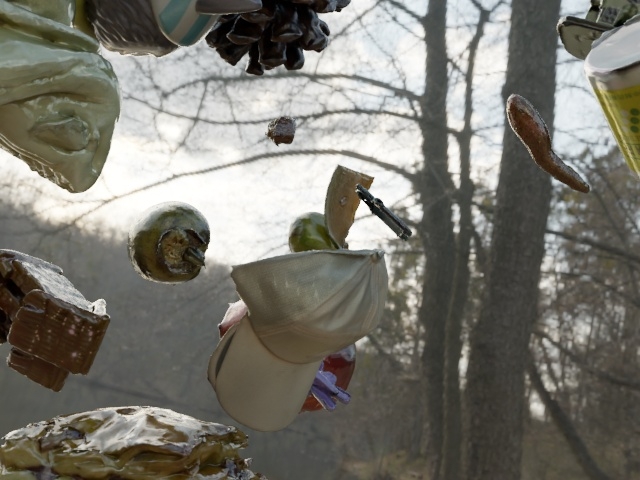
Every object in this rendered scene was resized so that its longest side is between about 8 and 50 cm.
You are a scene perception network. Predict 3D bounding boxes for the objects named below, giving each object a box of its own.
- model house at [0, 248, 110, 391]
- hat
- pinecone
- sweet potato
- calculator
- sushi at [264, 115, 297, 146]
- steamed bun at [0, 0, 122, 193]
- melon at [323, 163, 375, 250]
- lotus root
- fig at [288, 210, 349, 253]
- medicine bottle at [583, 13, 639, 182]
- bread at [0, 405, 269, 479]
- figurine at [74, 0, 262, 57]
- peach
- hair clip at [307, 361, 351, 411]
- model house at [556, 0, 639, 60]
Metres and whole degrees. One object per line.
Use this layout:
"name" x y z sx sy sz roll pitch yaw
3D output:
"model house" -0.477 0.154 1.337 0.229 0.199 0.220 36 10 25
"hat" -0.008 0.115 0.862 0.164 0.226 0.219 5 4 36
"pinecone" -0.124 -0.569 1.795 0.398 0.397 0.398 14 -14 4
"sweet potato" 0.371 -0.148 1.258 0.214 0.050 0.050 50 -24 -13
"calculator" 0.118 -0.054 1.464 0.141 0.019 0.094 43 -9 5
"sushi" -0.077 -0.212 1.483 0.060 0.061 0.118 10 2 -3
"steamed bun" -0.406 -0.253 0.963 0.394 0.237 0.347 35 -9 -20
"melon" 0.046 -0.075 1.712 0.098 0.182 0.054 26 7 21
"lotus root" -0.262 0.005 1.338 0.154 0.154 0.278 20 2 -19
"fig" -0.009 0.003 1.789 0.153 0.136 0.121 40 -49 -4
"medicine bottle" 0.660 -0.224 1.438 0.214 0.213 0.378 -3 -49 51
"bread" -0.234 0.311 1.048 0.325 0.167 0.277 13 -8 16
"figurine" -0.247 -0.501 1.351 0.378 0.361 0.266 5 8 -2
"peach" -0.087 0.258 1.793 0.338 0.281 0.281 18 -14 -13
"hair clip" -0.052 0.245 1.577 0.137 0.090 0.278 -9 53 -52
"model house" 0.692 -0.543 1.721 0.218 0.278 0.205 24 -2 27
